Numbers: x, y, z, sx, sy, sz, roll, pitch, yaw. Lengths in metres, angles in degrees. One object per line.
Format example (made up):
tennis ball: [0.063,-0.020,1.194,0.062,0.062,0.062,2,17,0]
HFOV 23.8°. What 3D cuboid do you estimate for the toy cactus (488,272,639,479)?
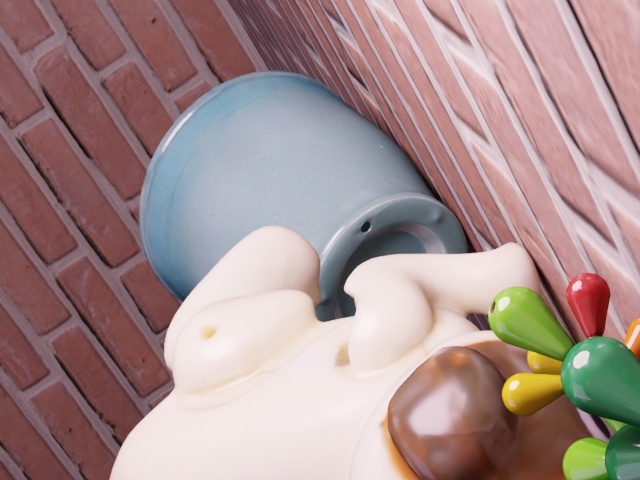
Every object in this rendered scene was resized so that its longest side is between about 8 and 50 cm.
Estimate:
toy cactus: [0.174,0.101,0.714,0.219,0.112,0.180,60,160,3]

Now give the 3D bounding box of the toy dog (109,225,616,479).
toy dog: [0.043,0.153,1.064,0.408,0.395,0.284,-3,109,51]

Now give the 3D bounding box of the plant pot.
plant pot: [0.000,0.000,1.489,0.255,0.272,0.271,35,162,49]
